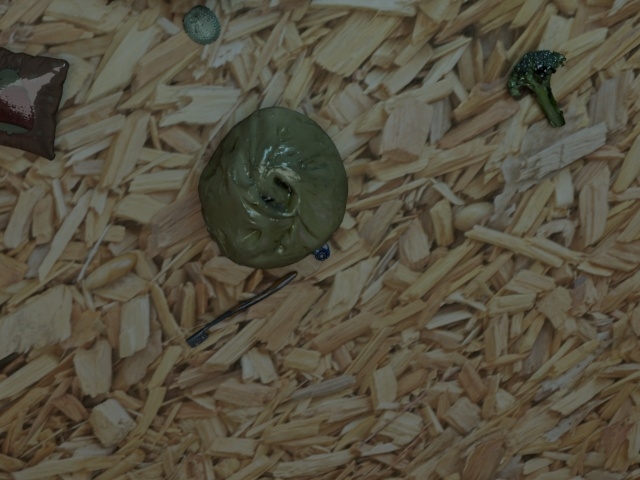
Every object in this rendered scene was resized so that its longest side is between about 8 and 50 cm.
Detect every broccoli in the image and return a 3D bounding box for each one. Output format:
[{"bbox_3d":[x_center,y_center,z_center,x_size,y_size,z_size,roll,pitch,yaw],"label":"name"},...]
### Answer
[{"bbox_3d":[0.520,-0.348,1.632,0.122,0.118,0.204,-50,126,-24],"label":"broccoli"}]

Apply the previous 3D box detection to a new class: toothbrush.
[{"bbox_3d":[-0.190,0.164,1.702,0.321,0.023,0.031,-35,114,3],"label":"toothbrush"}]

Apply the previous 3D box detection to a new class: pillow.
[{"bbox_3d":[-0.659,-0.294,1.474,0.236,0.084,0.223,11,106,-8],"label":"pillow"}]

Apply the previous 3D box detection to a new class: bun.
[{"bbox_3d":[-0.095,-0.101,1.535,0.326,0.234,0.362,22,99,-17],"label":"bun"}]

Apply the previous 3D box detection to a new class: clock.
[{"bbox_3d":[-0.256,-0.466,1.523,0.074,0.010,0.083,-42,108,4],"label":"clock"}]

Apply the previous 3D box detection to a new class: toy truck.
[{"bbox_3d":[0.000,0.000,1.671,0.073,0.056,0.090,28,87,-8],"label":"toy truck"}]

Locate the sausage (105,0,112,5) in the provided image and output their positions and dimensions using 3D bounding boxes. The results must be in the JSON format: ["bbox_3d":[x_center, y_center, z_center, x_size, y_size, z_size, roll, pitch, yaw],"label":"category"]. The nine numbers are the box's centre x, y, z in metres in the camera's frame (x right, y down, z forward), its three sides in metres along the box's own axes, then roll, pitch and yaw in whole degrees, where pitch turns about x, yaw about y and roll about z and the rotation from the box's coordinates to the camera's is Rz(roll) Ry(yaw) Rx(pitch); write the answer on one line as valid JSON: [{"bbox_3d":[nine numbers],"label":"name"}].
[{"bbox_3d":[-0.432,-0.573,1.439,0.065,0.065,0.169,-9,106,-6],"label":"sausage"}]
